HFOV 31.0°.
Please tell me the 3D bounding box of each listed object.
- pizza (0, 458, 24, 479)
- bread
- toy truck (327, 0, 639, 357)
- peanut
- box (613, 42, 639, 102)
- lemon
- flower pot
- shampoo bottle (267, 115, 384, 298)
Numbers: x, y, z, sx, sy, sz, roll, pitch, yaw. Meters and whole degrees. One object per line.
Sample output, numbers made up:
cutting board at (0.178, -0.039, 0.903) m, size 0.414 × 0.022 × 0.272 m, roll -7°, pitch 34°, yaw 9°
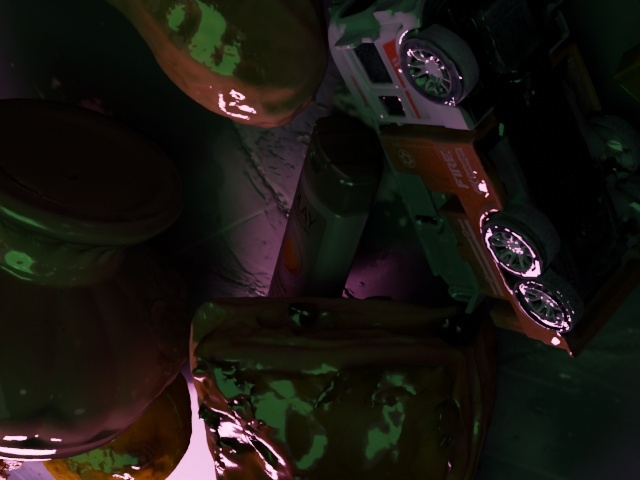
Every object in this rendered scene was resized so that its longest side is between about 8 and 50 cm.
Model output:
pizza at (-0.505, 0.150, 1.437) m, size 0.440 × 0.130 × 0.406 m, roll -9°, pitch 122°, yaw 25°
bread at (0.025, 0.194, 1.044) m, size 0.277 × 0.167 × 0.324 m, roll 0°, pitch 139°, yaw -1°
toy truck at (0.106, -0.086, 0.841) m, size 0.184 × 0.133 × 0.338 m, roll 9°, pitch 136°, yaw 51°
peanut at (-0.109, -0.221, 0.859) m, size 0.313 × 0.149 × 0.149 m, roll 46°, pitch 136°, yaw -4°
box at (0.304, -0.079, 0.756) m, size 0.193 × 0.030 × 0.121 m, roll 37°, pitch 148°, yaw -15°
lemon at (-0.222, 0.187, 1.242) m, size 0.180 × 0.193 × 0.180 m, roll 3°, pitch 122°, yaw 5°
flower pot at (-0.254, 0.024, 1.061) m, size 0.307 × 0.307 × 0.244 m, roll 29°, pitch 120°, yaw 8°
shampoo bottle at (0.000, 0.000, 1.018) m, size 0.227 × 0.056 × 0.086 m, roll 108°, pitch 147°, yaw -46°
